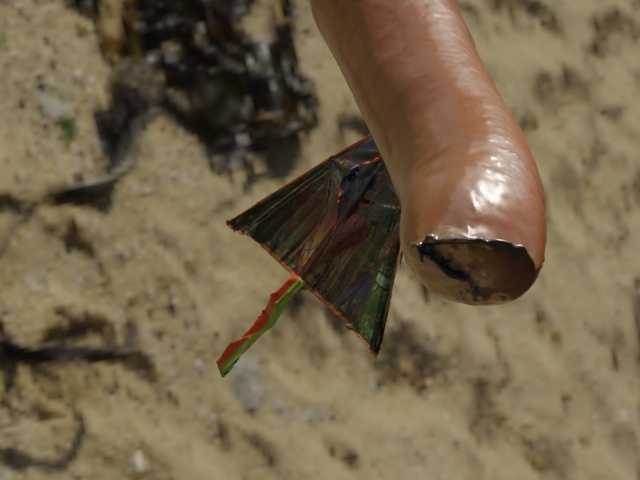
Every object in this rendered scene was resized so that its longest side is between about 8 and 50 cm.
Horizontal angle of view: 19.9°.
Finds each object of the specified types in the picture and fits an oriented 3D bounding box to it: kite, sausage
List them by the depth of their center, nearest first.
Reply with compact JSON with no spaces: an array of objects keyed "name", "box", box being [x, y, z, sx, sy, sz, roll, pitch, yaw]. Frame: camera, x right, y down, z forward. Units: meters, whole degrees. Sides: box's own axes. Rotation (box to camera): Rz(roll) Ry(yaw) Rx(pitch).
[{"name":"sausage","box":[0.028,-0.038,0.499,0.047,0.040,0.177,49,14,-34]},{"name":"kite","box":[0.000,0.000,0.849,0.010,0.159,0.190,33,2,-28]}]
